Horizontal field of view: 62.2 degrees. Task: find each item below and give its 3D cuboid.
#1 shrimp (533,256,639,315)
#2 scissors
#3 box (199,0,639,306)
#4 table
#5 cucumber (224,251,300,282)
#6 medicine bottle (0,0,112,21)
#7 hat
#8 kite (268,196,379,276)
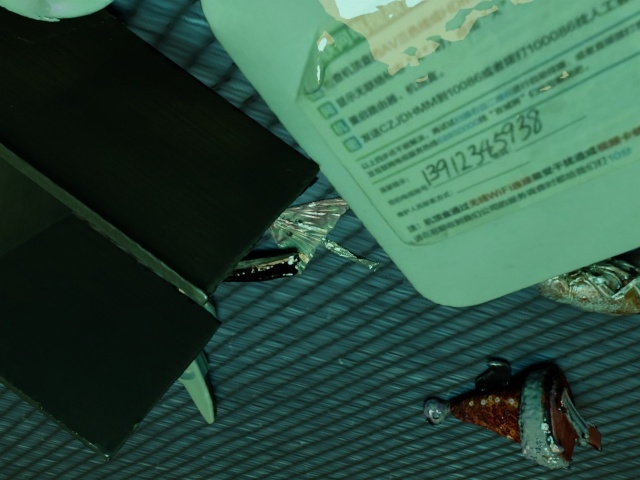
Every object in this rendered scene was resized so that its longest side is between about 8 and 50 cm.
[{"bbox_3d":[0.319,0.045,0.575,0.190,0.075,0.073,13,112,2],"label":"shrimp"},{"bbox_3d":[-0.191,0.170,0.757,0.137,0.041,0.289,-2,127,10],"label":"scissors"},{"bbox_3d":[0.167,-0.148,0.392,0.395,0.111,0.397,-25,123,25],"label":"box"},{"bbox_3d":[-0.195,-0.022,0.436,0.282,0.196,0.251,36,127,0],"label":"table"},{"bbox_3d":[-0.087,0.034,0.631,0.134,0.033,0.034,-3,170,12],"label":"cucumber"},{"bbox_3d":[-0.160,-0.232,0.333,0.147,0.143,0.147,3,132,3],"label":"medicine bottle"},{"bbox_3d":[0.255,0.245,0.749,0.227,0.129,0.140,-10,155,37],"label":"hat"},{"bbox_3d":[0.000,0.000,0.608,0.156,0.011,0.139,25,131,-15],"label":"kite"}]
